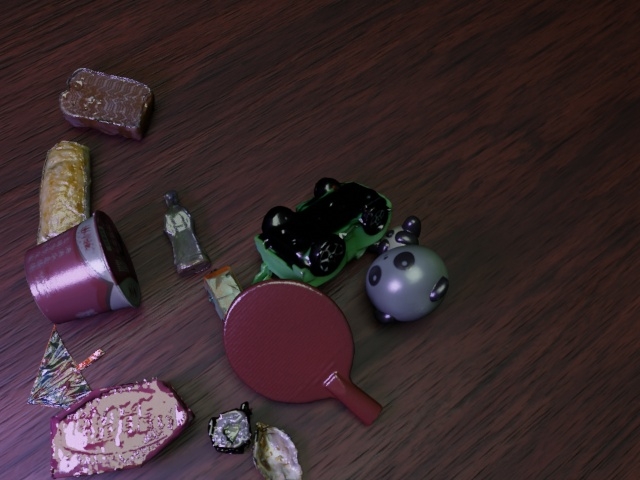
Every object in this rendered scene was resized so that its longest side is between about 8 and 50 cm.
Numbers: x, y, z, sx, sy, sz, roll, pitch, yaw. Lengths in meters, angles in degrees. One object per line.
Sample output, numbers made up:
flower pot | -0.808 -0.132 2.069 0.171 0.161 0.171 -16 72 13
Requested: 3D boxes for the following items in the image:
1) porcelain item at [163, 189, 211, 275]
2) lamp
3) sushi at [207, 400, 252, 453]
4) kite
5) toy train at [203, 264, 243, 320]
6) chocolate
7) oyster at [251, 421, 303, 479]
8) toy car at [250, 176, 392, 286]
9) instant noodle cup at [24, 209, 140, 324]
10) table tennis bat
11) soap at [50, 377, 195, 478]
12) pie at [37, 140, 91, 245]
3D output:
porcelain item | -0.339 -0.024 1.567 0.081 0.069 0.216 -23 73 -2
lamp | 0.198 0.073 1.531 0.197 0.198 0.244 -2 51 -7
sushi | -0.191 0.406 1.398 0.094 0.084 0.098 -5 64 -4
kite | -0.568 0.297 1.441 0.189 0.009 0.232 -34 75 -18
toy train | -0.209 0.144 1.496 0.072 0.099 0.188 -26 74 -15
chocolate | -0.545 -0.343 1.664 0.214 0.093 0.148 13 65 -1
oyster | -0.101 0.461 1.402 0.103 0.051 0.148 -6 68 -28
toy car | 0.000 0.000 1.538 0.358 0.176 0.213 -34 44 -27
instant noodle cup | -0.524 0.071 1.436 0.178 0.235 0.235 -21 71 -4
table tennis bat | -0.029 0.258 1.425 0.414 0.051 0.268 41 96 -8
soap | -0.410 0.388 1.366 0.289 0.112 0.182 -5 79 -11
pie | -0.621 -0.110 1.575 0.128 0.068 0.282 -2 72 -6
